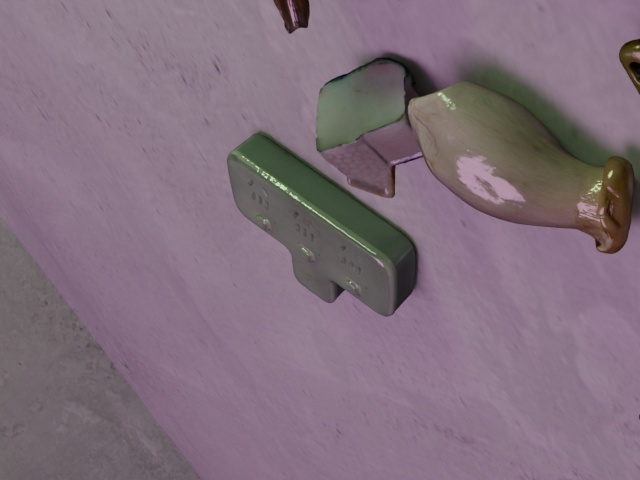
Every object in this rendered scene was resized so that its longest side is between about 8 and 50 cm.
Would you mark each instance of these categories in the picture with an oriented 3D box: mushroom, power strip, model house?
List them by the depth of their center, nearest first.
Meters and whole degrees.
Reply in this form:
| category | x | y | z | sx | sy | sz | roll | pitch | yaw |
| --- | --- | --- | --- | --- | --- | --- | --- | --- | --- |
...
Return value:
| category | x | y | z | sx | sy | sz | roll | pitch | yaw |
| --- | --- | --- | --- | --- | --- | --- | --- | --- | --- |
| mushroom | 0.163 | -0.064 | 0.878 | 0.212 | 0.088 | 0.097 | 30 | 120 | 24 |
| model house | 0.064 | -0.105 | 1.005 | 0.100 | 0.088 | 0.100 | -19 | 143 | 32 |
| power strip | 0.000 | 0.001 | 1.306 | 0.265 | 0.059 | 0.194 | 36 | 155 | 24 |

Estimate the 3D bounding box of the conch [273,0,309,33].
| category | x | y | z | sx | sy | sz | roll | pitch | yaw |
| --- | --- | --- | --- | --- | --- | --- | --- | --- | --- |
| conch | -0.041 | -0.290 | 0.873 | 0.086 | 0.080 | 0.233 | 0 | 133 | 48 |

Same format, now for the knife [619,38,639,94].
| category | x | y | z | sx | sy | sz | roll | pitch | yaw |
| --- | --- | --- | --- | --- | --- | --- | --- | --- | --- |
| knife | 0.305 | -0.008 | 0.790 | 0.343 | 0.027 | 0.061 | 52 | 155 | -18 |
